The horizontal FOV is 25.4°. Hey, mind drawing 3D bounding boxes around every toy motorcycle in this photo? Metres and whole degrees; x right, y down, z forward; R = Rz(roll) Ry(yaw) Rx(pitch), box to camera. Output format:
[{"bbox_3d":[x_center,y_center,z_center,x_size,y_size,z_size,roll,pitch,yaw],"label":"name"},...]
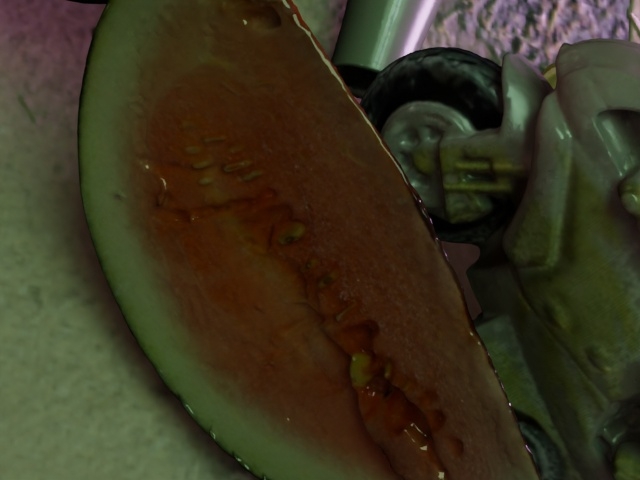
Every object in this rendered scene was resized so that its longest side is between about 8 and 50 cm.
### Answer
[{"bbox_3d":[0.169,0.032,0.646,0.341,0.223,0.108,59,33,0],"label":"toy motorcycle"}]

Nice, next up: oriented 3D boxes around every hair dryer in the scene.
[{"bbox_3d":[0.005,-0.180,0.743,0.225,0.088,0.219,1,74,-12],"label":"hair dryer"}]

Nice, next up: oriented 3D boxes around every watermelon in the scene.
[{"bbox_3d":[-0.024,0.012,0.615,0.128,0.159,0.303,-29,99,-5],"label":"watermelon"}]

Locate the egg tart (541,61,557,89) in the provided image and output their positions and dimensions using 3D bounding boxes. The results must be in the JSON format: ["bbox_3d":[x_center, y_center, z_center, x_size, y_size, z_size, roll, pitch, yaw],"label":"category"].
[{"bbox_3d":[0.182,-0.023,0.761,0.191,0.074,0.191,8,70,-24],"label":"egg tart"}]

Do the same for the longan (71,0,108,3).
[{"bbox_3d":[-0.105,-0.200,0.620,0.220,0.196,0.196,-1,71,-34],"label":"longan"}]
